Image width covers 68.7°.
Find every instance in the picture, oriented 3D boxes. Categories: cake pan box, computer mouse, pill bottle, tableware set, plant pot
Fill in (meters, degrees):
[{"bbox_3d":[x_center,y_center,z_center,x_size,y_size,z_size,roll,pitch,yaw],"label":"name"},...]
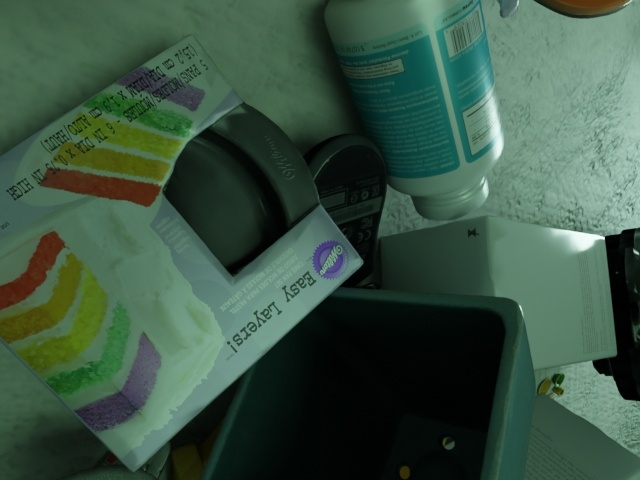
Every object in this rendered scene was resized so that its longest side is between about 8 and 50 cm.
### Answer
[{"bbox_3d":[-0.128,0.003,0.392,0.267,0.070,0.246,-39,103,-15],"label":"cake pan box"},{"bbox_3d":[0.000,0.000,0.545,0.188,0.072,0.272,-14,127,-30],"label":"computer mouse"},{"bbox_3d":[0.114,-0.151,0.509,0.146,0.146,0.264,-38,126,-18],"label":"pill bottle"},{"bbox_3d":[0.514,0.371,1.080,0.154,0.024,0.104,-20,118,-27],"label":"tableware set"},{"bbox_3d":[0.077,0.213,0.456,0.252,0.247,0.247,47,54,-43],"label":"plant pot"}]

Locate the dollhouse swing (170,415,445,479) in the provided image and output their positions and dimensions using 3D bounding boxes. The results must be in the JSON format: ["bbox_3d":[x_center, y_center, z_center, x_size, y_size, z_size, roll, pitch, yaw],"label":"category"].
[{"bbox_3d":[0.038,0.390,0.558,0.346,0.305,0.315,-9,122,-32],"label":"dollhouse swing"}]

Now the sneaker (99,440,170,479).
[{"bbox_3d":[-0.218,0.282,0.516,0.158,0.061,0.065,-54,160,-12],"label":"sneaker"}]

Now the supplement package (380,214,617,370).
[{"bbox_3d":[0.246,0.078,0.645,0.292,0.175,0.178,6,79,-37],"label":"supplement package"}]

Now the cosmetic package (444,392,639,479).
[{"bbox_3d":[0.351,0.483,0.864,0.453,0.230,0.162,-13,116,-27],"label":"cosmetic package"}]

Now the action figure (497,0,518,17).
[{"bbox_3d":[0.214,-0.481,0.469,0.275,0.248,0.370,-31,121,29],"label":"action figure"}]

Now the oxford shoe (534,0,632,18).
[{"bbox_3d":[0.130,-0.324,0.403,0.130,0.364,0.132,-40,175,26],"label":"oxford shoe"}]

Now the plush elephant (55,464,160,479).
[{"bbox_3d":[-0.189,0.346,0.356,0.255,0.272,0.330,-13,137,-26],"label":"plush elephant"}]

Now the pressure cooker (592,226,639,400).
[{"bbox_3d":[0.712,0.140,0.898,0.375,0.420,0.370,-27,103,-49],"label":"pressure cooker"}]
